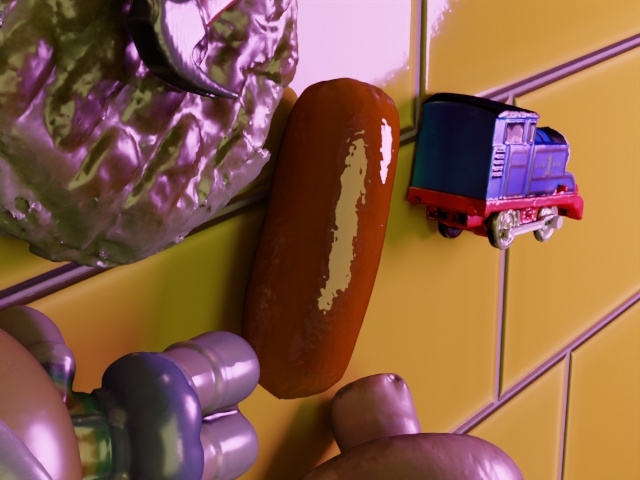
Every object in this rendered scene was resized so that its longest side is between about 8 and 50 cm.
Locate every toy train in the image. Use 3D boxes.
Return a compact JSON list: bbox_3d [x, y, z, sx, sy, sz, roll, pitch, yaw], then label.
[{"bbox_3d":[0.166,-0.063,1.186,0.204,0.082,0.131,-6,105,-55],"label":"toy train"}]

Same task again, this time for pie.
[{"bbox_3d":[-0.113,-0.122,0.776,0.306,0.071,0.306,-26,122,-50],"label":"pie"}]

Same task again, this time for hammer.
[{"bbox_3d":[-0.020,-0.183,0.805,0.288,0.033,0.111,-46,132,-40],"label":"hammer"}]

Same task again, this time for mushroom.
[{"bbox_3d":[0.061,0.202,1.071,0.204,0.204,0.204,-25,122,-49],"label":"mushroom"}]

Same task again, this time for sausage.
[{"bbox_3d":[0.000,0.000,0.964,0.098,0.098,0.238,10,92,-56],"label":"sausage"}]

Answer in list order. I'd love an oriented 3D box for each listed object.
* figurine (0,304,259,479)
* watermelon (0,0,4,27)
[{"bbox_3d":[-0.153,0.106,0.692,0.382,0.205,0.225,-30,120,-50],"label":"figurine"},{"bbox_3d":[-0.222,-0.209,0.581,0.154,0.094,0.241,-2,99,-16],"label":"watermelon"}]
